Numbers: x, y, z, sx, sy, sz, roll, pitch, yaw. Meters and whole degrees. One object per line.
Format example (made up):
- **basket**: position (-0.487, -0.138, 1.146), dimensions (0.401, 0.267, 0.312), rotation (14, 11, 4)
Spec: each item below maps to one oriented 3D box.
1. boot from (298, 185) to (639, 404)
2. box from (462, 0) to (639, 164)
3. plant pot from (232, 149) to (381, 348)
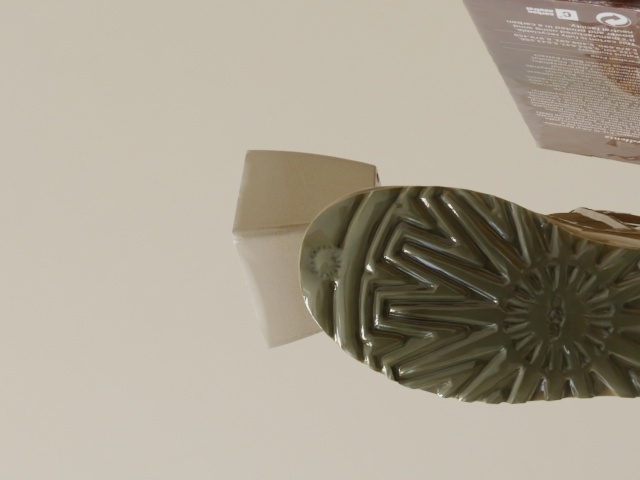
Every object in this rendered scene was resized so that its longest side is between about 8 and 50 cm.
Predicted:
- **boot**: position (0.109, 0.022, 0.837), dimensions (0.269, 0.236, 0.089), rotation (-73, -4, -84)
- **box**: position (0.217, -0.199, 1.256), dimensions (0.381, 0.143, 0.191), rotation (41, -119, -68)
- **plant pot**: position (0.000, 0.000, 1.212), dimensions (0.096, 0.109, 0.109), rotation (-7, -54, 11)
